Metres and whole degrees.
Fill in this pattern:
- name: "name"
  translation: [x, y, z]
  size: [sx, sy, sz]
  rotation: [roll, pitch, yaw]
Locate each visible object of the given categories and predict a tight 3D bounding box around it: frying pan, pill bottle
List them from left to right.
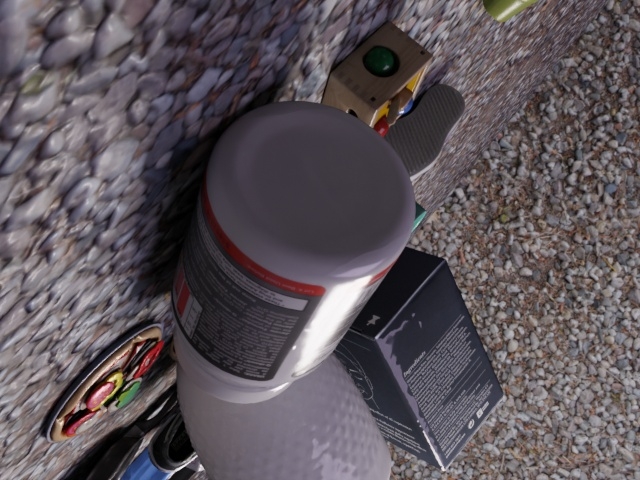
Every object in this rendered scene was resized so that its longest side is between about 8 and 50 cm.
- name: "frying pan"
  translation: [-0.323, 0.349, 1.497]
  size: [0.326, 0.053, 0.197]
  rotation: [-57, 179, -9]
- name: "pill bottle"
  translation: [-0.052, 0.035, 0.999]
  size: [0.210, 0.210, 0.363]
  rotation: [-43, 169, -35]

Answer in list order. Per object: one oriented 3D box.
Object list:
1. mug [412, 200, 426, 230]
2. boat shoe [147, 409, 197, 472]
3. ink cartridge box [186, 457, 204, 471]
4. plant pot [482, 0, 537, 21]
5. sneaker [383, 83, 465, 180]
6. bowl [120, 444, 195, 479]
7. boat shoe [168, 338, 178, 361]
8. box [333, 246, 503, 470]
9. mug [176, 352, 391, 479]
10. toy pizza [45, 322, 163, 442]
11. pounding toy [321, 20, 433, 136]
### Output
- name: "mug"
  translation: [0.148, -0.037, 2.002]
  size: [0.158, 0.097, 0.129]
  rotation: [-47, 171, -8]
- name: "boat shoe"
  translation: [-0.187, 0.285, 1.628]
  size: [0.306, 0.113, 0.105]
  rotation: [-42, -177, -31]
- name: "ink cartridge box"
  translation: [-0.187, 0.361, 1.854]
  size: [0.311, 0.065, 0.186]
  rotation: [26, 80, -71]
- name: "plant pot"
  translation: [0.293, -0.379, 1.387]
  size: [0.083, 0.083, 0.079]
  rotation: [-41, 180, -43]
- name: "sneaker"
  translation: [0.144, -0.142, 1.563]
  size: [0.282, 0.102, 0.161]
  rotation: [-41, 171, -40]
- name: "bowl"
  translation: [-0.335, 0.499, 1.987]
  size: [0.391, 0.077, 0.391]
  rotation: [-47, 170, -11]
- name: "boat shoe"
  translation: [-0.168, 0.125, 1.324]
  size: [0.135, 0.050, 0.045]
  rotation: [-47, 176, -11]
- name: "box"
  translation: [0.133, 0.203, 1.747]
  size: [0.212, 0.293, 0.396]
  rotation: [-46, 130, -22]
- name: "mug"
  translation: [-0.084, 0.255, 1.464]
  size: [0.276, 0.328, 0.374]
  rotation: [-27, -154, 0]
- name: "toy pizza"
  translation: [-0.268, 0.188, 1.160]
  size: [0.201, 0.032, 0.201]
  rotation: [-48, 171, -10]
- name: "pounding toy"
  translation: [0.071, -0.172, 1.072]
  size: [0.130, 0.100, 0.141]
  rotation: [-45, 170, -24]
